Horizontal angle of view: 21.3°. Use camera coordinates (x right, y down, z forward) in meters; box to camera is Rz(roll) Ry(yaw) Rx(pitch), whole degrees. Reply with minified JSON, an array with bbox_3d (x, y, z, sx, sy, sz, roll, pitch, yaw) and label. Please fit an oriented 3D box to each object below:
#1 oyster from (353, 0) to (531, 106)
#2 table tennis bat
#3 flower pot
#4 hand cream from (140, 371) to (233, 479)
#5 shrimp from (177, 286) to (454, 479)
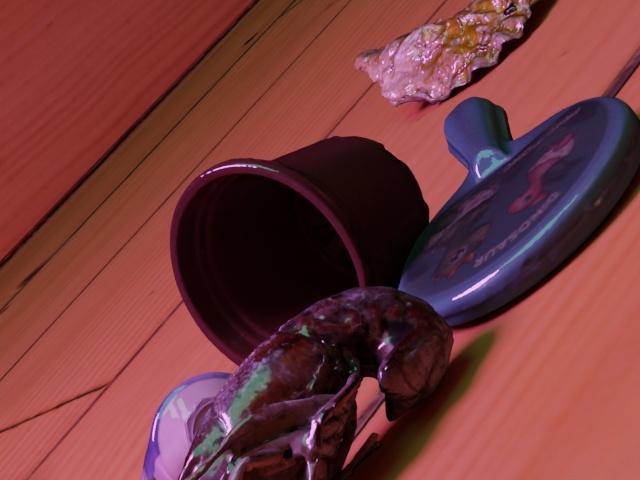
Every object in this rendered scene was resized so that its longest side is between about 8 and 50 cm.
[{"bbox_3d":[0.092,-0.127,1.082,0.122,0.045,0.146,-30,10,-4],"label":"oyster"},{"bbox_3d":[0.079,-0.023,0.731,0.124,0.033,0.201,-40,16,10],"label":"table tennis bat"},{"bbox_3d":[0.000,0.000,0.782,0.111,0.111,0.089,-34,-1,42],"label":"flower pot"},{"bbox_3d":[-0.052,0.089,0.751,0.084,0.053,0.142,-48,1,-15],"label":"hand cream"},{"bbox_3d":[-0.015,0.079,0.617,0.165,0.065,0.056,-53,-19,-21],"label":"shrimp"}]
